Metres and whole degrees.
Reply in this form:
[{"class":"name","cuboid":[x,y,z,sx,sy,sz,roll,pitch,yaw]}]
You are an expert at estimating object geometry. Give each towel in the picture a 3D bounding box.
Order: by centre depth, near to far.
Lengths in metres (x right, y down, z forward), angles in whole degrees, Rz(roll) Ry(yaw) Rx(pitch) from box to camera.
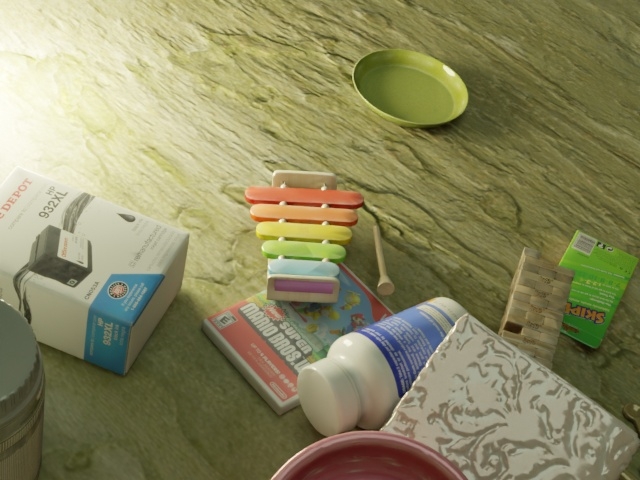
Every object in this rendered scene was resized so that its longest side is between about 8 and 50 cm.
[{"class":"towel","cuboid":[0.239,0.320,1.699,0.317,0.053,0.332,36,73,10]}]

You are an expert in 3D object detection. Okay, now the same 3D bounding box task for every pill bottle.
[{"class":"pill bottle","cuboid":[0.105,0.197,1.819,0.272,0.152,0.152,-19,54,-31]}]

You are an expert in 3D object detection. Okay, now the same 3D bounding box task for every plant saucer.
[{"class":"plant saucer","cuboid":[0.064,0.421,1.574,0.332,0.084,0.332,2,66,-5]},{"class":"plant saucer","cuboid":[0.179,-0.300,2.418,0.241,0.037,0.241,8,44,-7]}]

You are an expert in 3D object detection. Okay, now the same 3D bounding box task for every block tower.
[{"class":"block tower","cuboid":[0.330,0.168,1.928,0.097,0.091,0.335,18,50,5]}]

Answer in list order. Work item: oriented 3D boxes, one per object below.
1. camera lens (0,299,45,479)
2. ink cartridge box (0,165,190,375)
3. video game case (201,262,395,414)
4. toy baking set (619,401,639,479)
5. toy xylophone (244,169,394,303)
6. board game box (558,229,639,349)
[{"class":"camera lens","cuboid":[-0.468,0.226,1.544,0.219,0.274,0.219,8,44,-8]},{"class":"ink cartridge box","cuboid":[-0.389,0.042,1.854,0.307,0.129,0.223,21,45,6]},{"class":"video game case","cuboid":[-0.019,0.146,1.928,0.285,0.025,0.204,-25,57,-34]},{"class":"toy baking set","cuboid":[0.533,0.346,1.875,0.196,0.030,0.256,-24,56,-33]},{"class":"toy xylophone","cuboid":[0.000,0.000,2.006,0.236,0.081,0.323,-2,37,-9]},{"class":"board game box","cuboid":[0.466,0.090,2.109,0.124,0.039,0.259,27,43,12]}]
